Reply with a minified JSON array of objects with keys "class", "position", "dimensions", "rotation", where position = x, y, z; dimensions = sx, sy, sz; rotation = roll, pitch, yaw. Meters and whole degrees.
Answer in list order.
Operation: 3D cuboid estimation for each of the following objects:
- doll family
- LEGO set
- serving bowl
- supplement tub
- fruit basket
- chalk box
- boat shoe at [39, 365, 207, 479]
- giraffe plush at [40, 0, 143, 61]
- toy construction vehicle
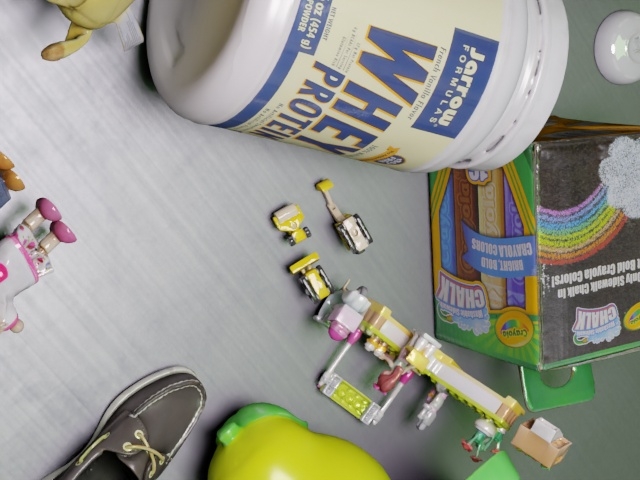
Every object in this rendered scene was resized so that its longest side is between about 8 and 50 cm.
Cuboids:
[{"class":"doll family","position":[-0.330,-0.029,1.151],"dimensions":[0.163,0.118,0.263],"rotation":[-46,135,-23]},{"class":"LEGO set","position":[0.103,0.161,1.405],"dimensions":[0.287,0.132,0.107],"rotation":[37,84,-7]},{"class":"serving bowl","position":[0.343,-0.214,1.547],"dimensions":[0.083,0.027,0.083],"rotation":[-4,99,-30]},{"class":"supplement tub","position":[0.034,-0.190,1.249],"dimensions":[0.325,0.235,0.235],"rotation":[11,92,-31]},{"class":"fruit basket","position":[0.027,0.332,1.359],"dimensions":[0.392,0.283,0.392],"rotation":[1,64,-2]},{"class":"chalk box","position":[0.233,0.027,1.435],"dimensions":[0.180,0.179,0.289],"rotation":[-8,103,-30]},{"class":"boat shoe","position":[-0.183,0.208,1.281],"dimensions":[0.228,0.069,0.081],"rotation":[-44,116,-17]},{"class":"giraffe plush","position":[-0.201,-0.270,1.134],"dimensions":[0.181,0.210,0.170],"rotation":[-31,74,-26]},{"class":"toy construction vehicle","position":[0.000,0.000,1.375],"dimensions":[0.086,0.035,0.098],"rotation":[-33,98,-12]}]
